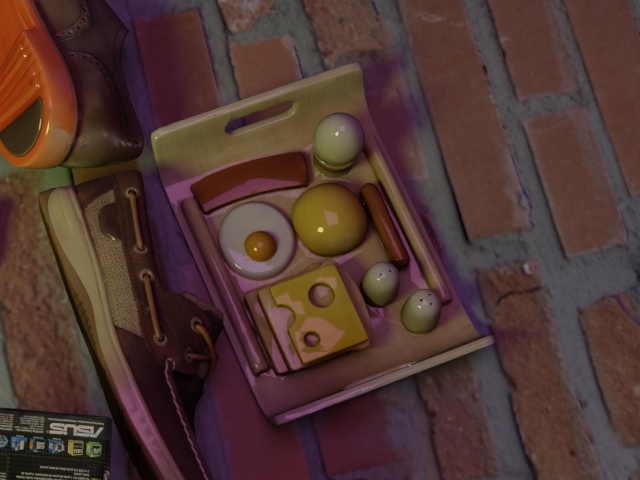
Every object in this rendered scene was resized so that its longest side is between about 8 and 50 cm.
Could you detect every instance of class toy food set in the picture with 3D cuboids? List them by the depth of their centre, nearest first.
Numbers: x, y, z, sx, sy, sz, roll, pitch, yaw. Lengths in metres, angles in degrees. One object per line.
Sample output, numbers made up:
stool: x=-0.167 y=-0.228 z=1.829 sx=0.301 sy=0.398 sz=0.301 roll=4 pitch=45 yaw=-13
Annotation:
toy food set: x=0.000 y=0.000 z=1.494 sx=0.219 sy=0.092 sz=0.306 roll=-20 pitch=71 yaw=-14

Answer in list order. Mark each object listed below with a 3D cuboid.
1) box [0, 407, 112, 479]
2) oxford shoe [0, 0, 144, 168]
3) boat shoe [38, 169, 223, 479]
box: x=-0.243 y=0.205 z=1.123 sx=0.190 sy=0.045 sz=0.184 roll=6 pitch=62 yaw=-15
oxford shoe: x=-0.269 y=-0.216 z=1.558 sx=0.132 sy=0.130 sz=0.364 roll=5 pitch=56 yaw=-40
boat shoe: x=-0.142 y=0.087 z=1.433 sx=0.123 sy=0.123 sz=0.342 roll=-20 pitch=66 yaw=-12
